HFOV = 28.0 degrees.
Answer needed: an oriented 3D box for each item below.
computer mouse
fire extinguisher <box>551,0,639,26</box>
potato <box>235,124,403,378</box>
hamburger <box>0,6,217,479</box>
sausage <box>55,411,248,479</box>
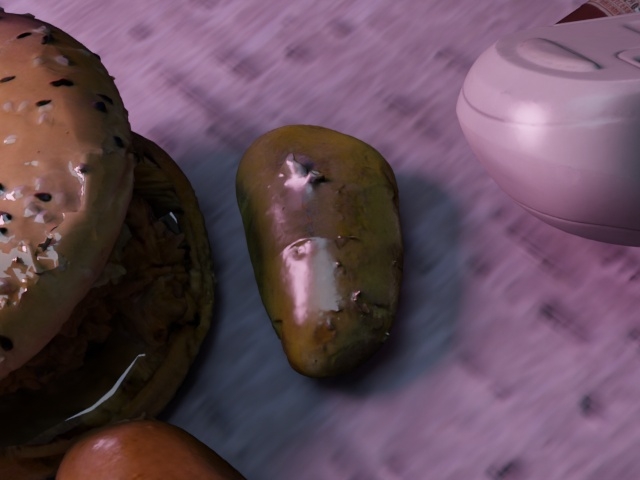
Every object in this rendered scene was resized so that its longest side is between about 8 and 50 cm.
[{"bbox_3d":[0.226,-0.065,0.725,0.297,0.121,0.184,-10,20,-17],"label":"computer mouse"},{"bbox_3d":[0.212,-0.152,0.848,0.231,0.071,0.099,-36,43,-7],"label":"fire extinguisher"},{"bbox_3d":[0.000,0.000,0.811,0.105,0.085,0.188,-16,54,13],"label":"potato"},{"bbox_3d":[-0.222,0.019,0.818,0.277,0.195,0.318,26,69,38],"label":"hamburger"},{"bbox_3d":[0.016,0.231,0.597,0.136,0.123,0.501,-35,46,-28],"label":"sausage"}]
